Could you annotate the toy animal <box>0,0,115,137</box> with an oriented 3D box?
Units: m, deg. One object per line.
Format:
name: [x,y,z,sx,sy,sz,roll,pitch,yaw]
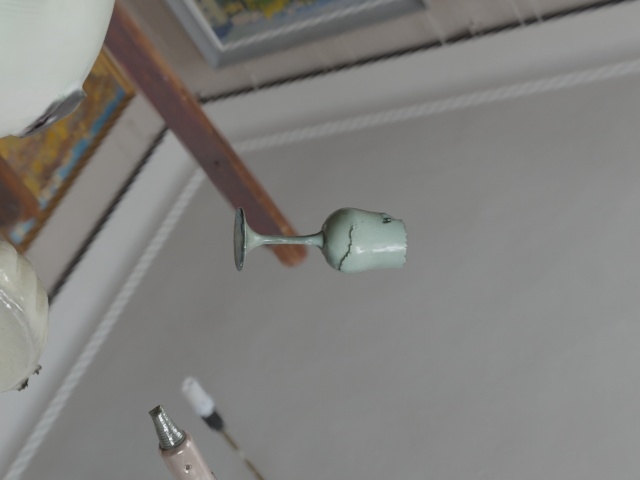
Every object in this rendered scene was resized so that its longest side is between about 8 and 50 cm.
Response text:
toy animal: [-0.244,-0.158,0.642,0.266,0.212,0.212,21,-121,33]

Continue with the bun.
bun: [-0.446,0.053,1.492,0.263,0.263,0.175,-17,-142,26]

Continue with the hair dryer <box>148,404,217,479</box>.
hair dryer: [-0.127,0.245,1.206,0.053,0.220,0.195,-32,-161,-10]

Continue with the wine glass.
wine glass: [0.000,0.000,1.406,0.195,0.079,0.079,0,-151,-13]
